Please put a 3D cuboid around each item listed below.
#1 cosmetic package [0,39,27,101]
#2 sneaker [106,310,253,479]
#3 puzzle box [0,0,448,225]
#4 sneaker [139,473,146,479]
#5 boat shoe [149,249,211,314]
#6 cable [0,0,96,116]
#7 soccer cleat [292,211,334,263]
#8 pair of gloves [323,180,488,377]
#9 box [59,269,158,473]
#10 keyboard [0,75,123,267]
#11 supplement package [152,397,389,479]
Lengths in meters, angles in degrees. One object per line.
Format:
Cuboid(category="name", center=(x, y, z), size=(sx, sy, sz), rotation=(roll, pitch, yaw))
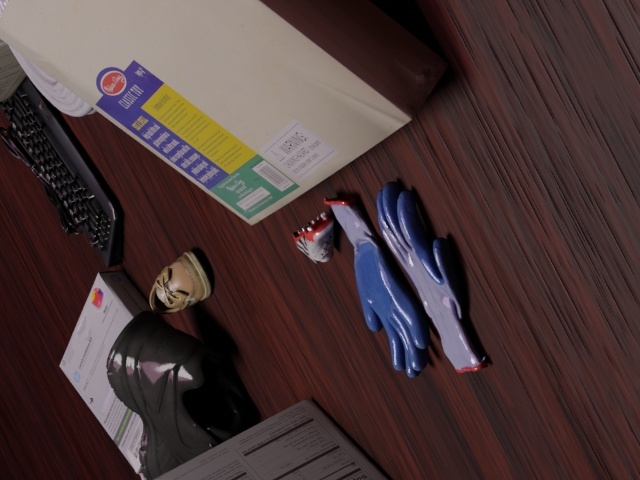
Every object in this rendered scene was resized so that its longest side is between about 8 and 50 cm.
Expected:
Cuboid(category="cosmetic package", center=(-0.384, -0.211, 2.082), size=(0.113, 0.160, 0.309), rotation=(64, 156, 3))
Cuboid(category="sneaker", center=(-0.127, 0.200, 2.095), size=(0.130, 0.109, 0.286), rotation=(17, 148, 32))
Cuboid(category="puzzle box", center=(-0.092, -0.143, 1.454), size=(0.272, 0.052, 0.409), rotation=(37, 162, -9))
Cuboid(category="sneaker", center=(-0.173, 0.267, 2.324), size=(0.236, 0.095, 0.104), rotation=(60, 166, 25))
Cuboid(category="boat shoe", center=(-0.144, 0.049, 2.017), size=(0.050, 0.045, 0.135), rotation=(59, 160, 10))
Cuboid(category="cable", center=(-0.243, -0.234, 1.827), size=(0.257, 0.089, 0.257), rotation=(66, 160, -11))
Cuboid(category="soccer cleat", center=(0.000, 0.000, 1.618), size=(0.035, 0.029, 0.083), rotation=(54, 164, -2))
Cuboid(category="pair of gloves", center=(0.062, 0.032, 1.509), size=(0.159, 0.023, 0.198), rotation=(65, 161, -7))
Cuboid(category="box", center=(-0.216, 0.148, 2.247), size=(0.186, 0.038, 0.145), rotation=(47, 126, 34))
Cuboid(category="keyboard", center=(-0.317, -0.097, 2.285), size=(0.317, 0.033, 0.201), rotation=(55, 160, 23))
Cuboid(category="supplement package", center=(-0.010, 0.324, 1.810), size=(0.262, 0.198, 0.199), rotation=(42, 152, 45))
